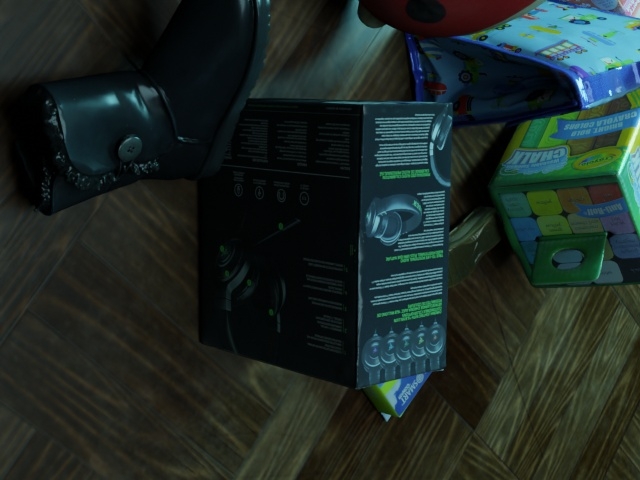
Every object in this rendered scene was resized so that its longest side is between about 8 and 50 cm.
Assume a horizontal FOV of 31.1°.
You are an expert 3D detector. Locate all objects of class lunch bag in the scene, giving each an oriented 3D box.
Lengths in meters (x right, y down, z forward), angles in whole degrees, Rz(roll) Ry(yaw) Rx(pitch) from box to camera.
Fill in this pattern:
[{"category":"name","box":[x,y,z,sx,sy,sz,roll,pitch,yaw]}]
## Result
[{"category":"lunch bag","box":[0.281,-0.209,1.345,0.221,0.293,0.138,-20,109,-33]}]

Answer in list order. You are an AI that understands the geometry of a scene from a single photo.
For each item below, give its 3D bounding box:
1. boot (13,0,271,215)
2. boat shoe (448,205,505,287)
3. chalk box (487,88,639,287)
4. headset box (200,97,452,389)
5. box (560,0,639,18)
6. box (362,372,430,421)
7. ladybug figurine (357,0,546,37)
[{"category":"boot","box":[-0.164,-0.140,1.042,0.207,0.094,0.246,-16,139,-42]},{"category":"boat shoe","box":[0.176,0.008,1.470,0.153,0.048,0.056,-43,128,-23]},{"category":"chalk box","box":[0.341,-0.058,1.472,0.179,0.180,0.289,61,41,-31]},{"category":"headset box","box":[0.000,0.000,1.157,0.131,0.246,0.283,-6,100,-42]},{"category":"box","box":[0.416,-0.409,1.559,0.154,0.142,0.300,42,68,-39]},{"category":"box","box":[0.081,0.129,1.394,0.109,0.042,0.178,-51,126,-25]},{"category":"ladybug figurine","box":[0.157,-0.378,1.153,0.305,0.449,0.162,37,37,4]}]
